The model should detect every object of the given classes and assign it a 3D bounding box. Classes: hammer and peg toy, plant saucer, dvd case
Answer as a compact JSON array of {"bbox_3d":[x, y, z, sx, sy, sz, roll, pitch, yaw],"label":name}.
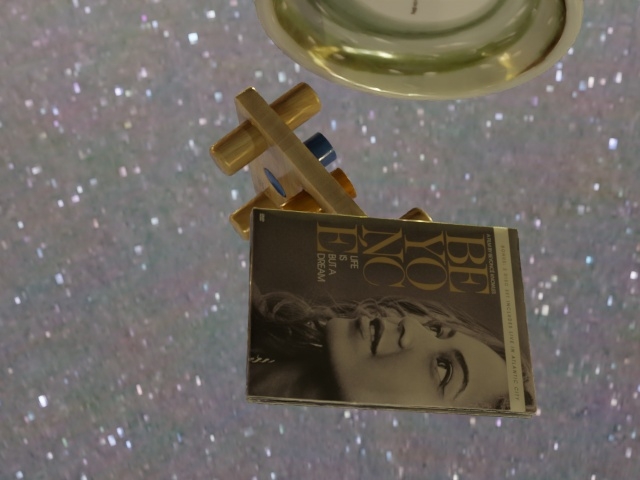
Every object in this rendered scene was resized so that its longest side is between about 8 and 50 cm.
[{"bbox_3d":[0.000,0.000,1.345,0.127,0.361,0.266,-37,-107,-11],"label":"hammer and peg toy"},{"bbox_3d":[0.121,-0.312,1.513,0.400,0.400,0.100,3,-114,8],"label":"plant saucer"},{"bbox_3d":[0.054,0.055,0.955,0.221,0.018,0.164,5,-121,-9],"label":"dvd case"}]
